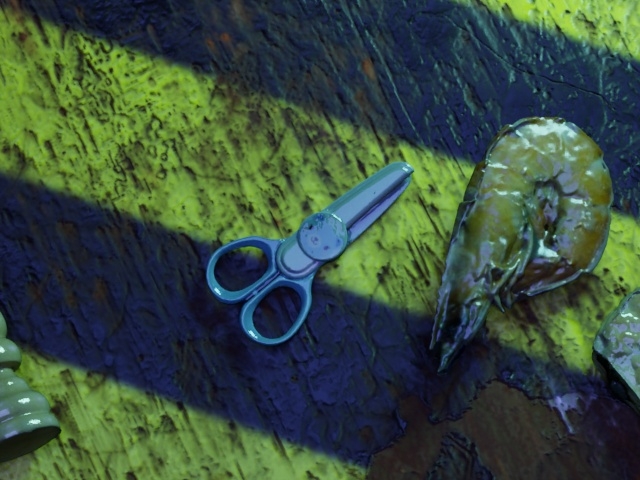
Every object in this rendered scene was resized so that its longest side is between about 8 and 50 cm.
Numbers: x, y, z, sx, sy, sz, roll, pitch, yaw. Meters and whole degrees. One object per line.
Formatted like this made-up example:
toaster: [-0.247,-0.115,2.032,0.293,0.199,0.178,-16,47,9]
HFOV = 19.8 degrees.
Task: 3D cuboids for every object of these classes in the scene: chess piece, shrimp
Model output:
chess piece: [-0.346,0.143,1.938,0.094,0.094,0.170,-23,71,-4]
shrimp: [0.214,0.014,1.963,0.164,0.062,0.317,25,77,3]

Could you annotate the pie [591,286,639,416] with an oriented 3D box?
pie: [0.405,0.135,1.938,0.185,0.052,0.218,-36,78,-5]

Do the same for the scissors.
scissors: [0.000,0.000,1.983,0.256,0.030,0.125,-39,82,-5]
